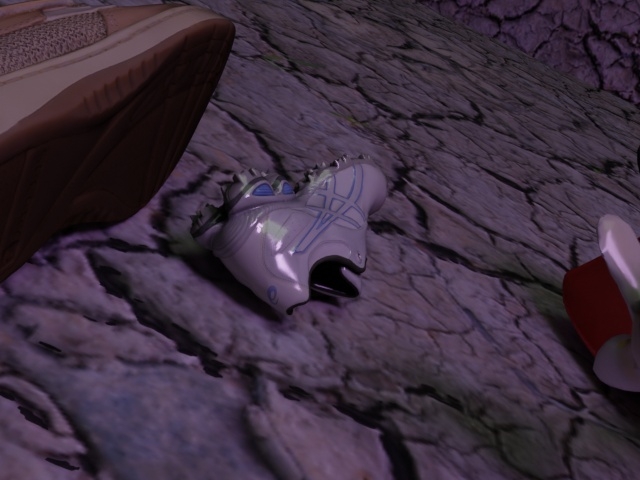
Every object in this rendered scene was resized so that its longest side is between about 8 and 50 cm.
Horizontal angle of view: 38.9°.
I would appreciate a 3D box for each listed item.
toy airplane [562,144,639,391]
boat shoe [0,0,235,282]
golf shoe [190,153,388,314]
[{"bbox_3d":[0.318,0.067,0.445,0.386,0.272,0.384,17,-11,13],"label":"toy airplane"},{"bbox_3d":[-0.142,-0.070,0.443,0.110,0.122,0.341,29,25,5],"label":"boat shoe"},{"bbox_3d":[0.000,0.000,0.541,0.086,0.069,0.176,53,33,11],"label":"golf shoe"}]
